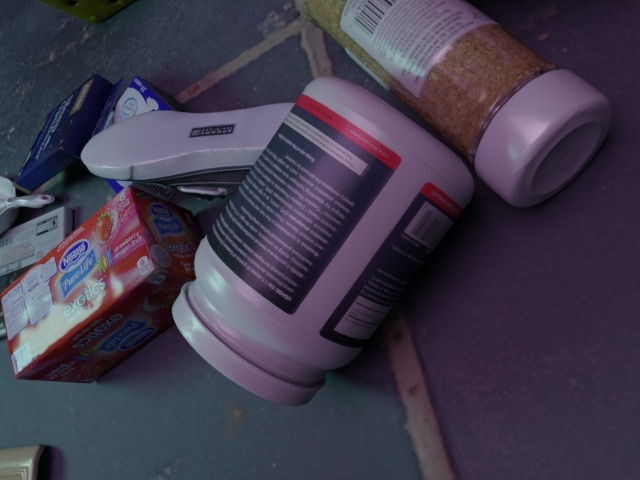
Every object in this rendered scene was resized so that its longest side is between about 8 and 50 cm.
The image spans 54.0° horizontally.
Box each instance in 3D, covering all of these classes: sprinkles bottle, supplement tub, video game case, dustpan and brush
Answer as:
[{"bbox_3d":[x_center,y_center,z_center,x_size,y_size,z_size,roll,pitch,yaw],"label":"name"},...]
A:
[{"bbox_3d":[0.117,-0.188,0.635,0.121,0.121,0.355,-46,58,12],"label":"sprinkles bottle"},{"bbox_3d":[0.000,0.000,0.612,0.191,0.191,0.272,40,98,33],"label":"supplement tub"},{"bbox_3d":[-0.457,0.054,0.979,0.190,0.022,0.173,-17,68,26],"label":"video game case"},{"bbox_3d":[-0.516,-0.054,1.012,0.211,0.060,0.147,4,50,9],"label":"dustpan and brush"}]

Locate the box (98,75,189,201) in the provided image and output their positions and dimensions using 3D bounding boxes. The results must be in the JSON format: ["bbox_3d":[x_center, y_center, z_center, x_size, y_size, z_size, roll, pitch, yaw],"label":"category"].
[{"bbox_3d":[-0.238,-0.132,0.867,0.126,0.072,0.137,44,101,33],"label":"box"}]

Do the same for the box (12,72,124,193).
[{"bbox_3d":[-0.375,-0.160,0.928,0.225,0.036,0.137,-16,52,42],"label":"box"}]

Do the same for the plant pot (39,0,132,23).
[{"bbox_3d":[-0.372,-0.471,0.976,0.212,0.212,0.187,-20,79,26],"label":"plant pot"}]

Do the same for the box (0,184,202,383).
[{"bbox_3d":[-0.270,0.065,0.800,0.256,0.122,0.128,-36,61,18],"label":"box"}]

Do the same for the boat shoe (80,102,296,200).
[{"bbox_3d":[-0.140,-0.094,0.756,0.301,0.102,0.108,-4,46,14],"label":"boat shoe"}]

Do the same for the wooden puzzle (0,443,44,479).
[{"bbox_3d":[-0.464,0.415,0.874,0.220,0.044,0.239,-15,65,28],"label":"wooden puzzle"}]
